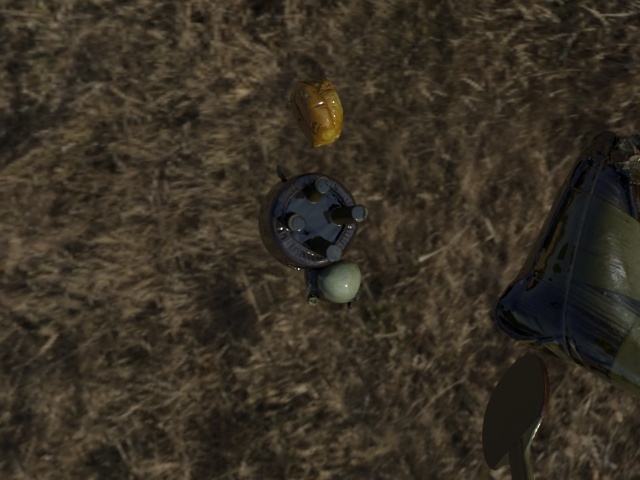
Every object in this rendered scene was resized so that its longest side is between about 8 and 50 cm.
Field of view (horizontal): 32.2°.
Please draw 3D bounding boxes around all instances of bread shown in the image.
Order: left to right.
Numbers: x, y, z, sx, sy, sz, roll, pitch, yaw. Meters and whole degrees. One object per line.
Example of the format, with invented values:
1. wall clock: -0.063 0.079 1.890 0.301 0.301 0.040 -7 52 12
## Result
1. bread: -0.004 -0.149 1.289 0.083 0.046 0.081 13 127 66

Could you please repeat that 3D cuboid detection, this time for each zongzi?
1. zongzi: 0.390 0.037 1.297 0.317 0.154 0.289 30 96 44

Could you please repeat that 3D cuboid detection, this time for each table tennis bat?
1. table tennis bat: 0.268 0.262 1.511 0.021 0.274 0.154 27 120 -11

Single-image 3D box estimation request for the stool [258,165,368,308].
1. stool: 0.000 0.000 1.447 0.121 0.125 0.217 4 118 65
